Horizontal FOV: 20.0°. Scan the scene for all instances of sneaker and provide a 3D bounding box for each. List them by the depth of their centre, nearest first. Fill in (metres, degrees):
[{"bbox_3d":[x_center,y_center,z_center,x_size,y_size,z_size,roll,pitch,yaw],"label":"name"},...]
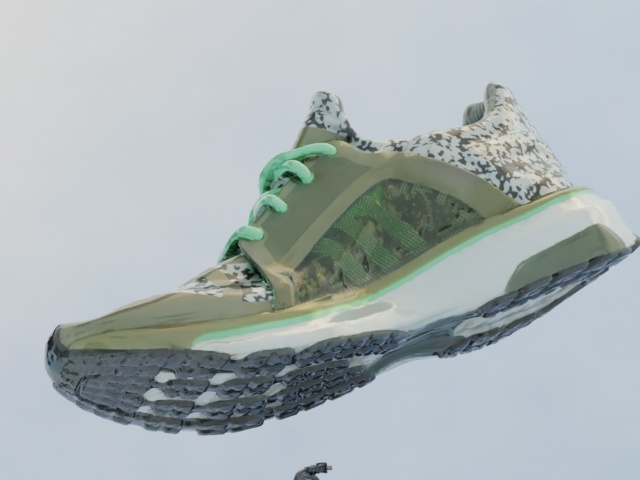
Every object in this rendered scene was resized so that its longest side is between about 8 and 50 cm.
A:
[{"bbox_3d":[0.000,0.000,1.161,0.410,0.158,0.182,-15,-110,-30],"label":"sneaker"}]

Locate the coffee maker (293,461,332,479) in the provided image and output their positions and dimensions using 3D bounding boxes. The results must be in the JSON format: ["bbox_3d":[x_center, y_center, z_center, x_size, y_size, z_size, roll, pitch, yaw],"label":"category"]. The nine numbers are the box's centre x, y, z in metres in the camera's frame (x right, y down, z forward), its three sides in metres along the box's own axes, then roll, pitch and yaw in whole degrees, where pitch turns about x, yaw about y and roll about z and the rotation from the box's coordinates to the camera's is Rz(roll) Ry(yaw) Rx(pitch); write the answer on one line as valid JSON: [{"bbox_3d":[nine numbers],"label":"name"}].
[{"bbox_3d":[0.060,0.257,1.422,0.178,0.120,0.171,-16,-85,38],"label":"coffee maker"}]
